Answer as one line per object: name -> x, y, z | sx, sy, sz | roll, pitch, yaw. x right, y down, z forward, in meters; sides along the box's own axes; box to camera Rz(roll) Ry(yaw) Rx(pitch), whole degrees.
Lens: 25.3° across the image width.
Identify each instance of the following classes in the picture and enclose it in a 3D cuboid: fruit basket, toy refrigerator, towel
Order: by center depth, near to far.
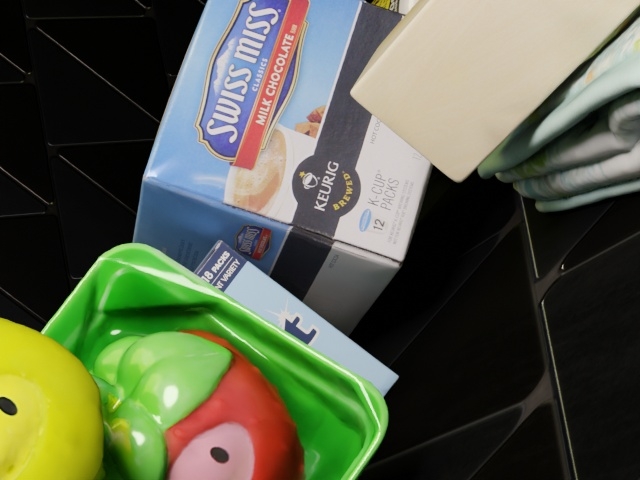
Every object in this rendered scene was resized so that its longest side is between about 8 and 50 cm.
fruit basket -> -0.165, 0.172, 0.905 | 0.392, 0.283, 0.392 | -47, -25, -29
toy refrigerator -> 0.146, -0.172, 0.936 | 0.269, 0.102, 0.094 | -47, 8, 35
towel -> 0.262, -0.175, 0.975 | 0.320, 0.090, 0.374 | -54, 8, -11

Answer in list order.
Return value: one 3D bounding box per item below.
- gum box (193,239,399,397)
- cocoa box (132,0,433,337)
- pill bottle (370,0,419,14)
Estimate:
gum box -> -0.056, 0.117, 1.163 | 0.157, 0.184, 0.041 | -53, 7, -4
cocoa box -> -0.037, -0.059, 1.329 | 0.347, 0.228, 0.231 | 118, 170, -69
pill bottle -> 0.128, -0.192, 1.488 | 0.188, 0.188, 0.334 | -54, 8, -15
